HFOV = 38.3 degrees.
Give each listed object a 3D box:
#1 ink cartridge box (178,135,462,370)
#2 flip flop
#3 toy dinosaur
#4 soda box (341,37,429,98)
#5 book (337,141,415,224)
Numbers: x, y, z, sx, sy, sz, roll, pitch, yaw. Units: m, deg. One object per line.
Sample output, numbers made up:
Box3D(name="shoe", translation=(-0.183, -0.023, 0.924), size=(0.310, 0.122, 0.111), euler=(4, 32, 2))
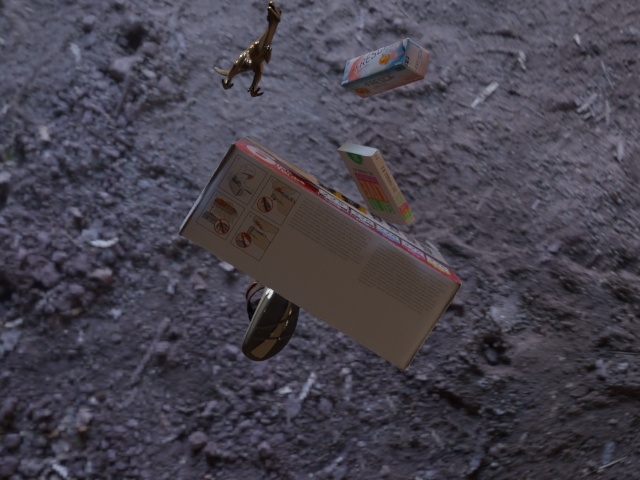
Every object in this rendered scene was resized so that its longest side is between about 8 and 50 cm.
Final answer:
Box3D(name="ink cartridge box", translation=(0.000, 0.000, 1.176), size=(0.309, 0.272, 0.130), euler=(32, 98, -5))
Box3D(name="flip flop", translation=(-0.094, 0.091, 1.714), size=(0.080, 0.112, 0.277), euler=(-1, 69, 33))
Box3D(name="toy dinosaur", translation=(-0.090, -0.231, 1.193), size=(0.183, 0.053, 0.092), euler=(-36, 32, 53))
Box3D(name="soda box", translation=(0.122, -0.327, 1.766), size=(0.183, 0.063, 0.058), euler=(-9, 63, 52))
Box3D(name="book", translation=(0.094, -0.094, 1.520), size=(0.035, 0.144, 0.096), euler=(-41, 29, -17))
